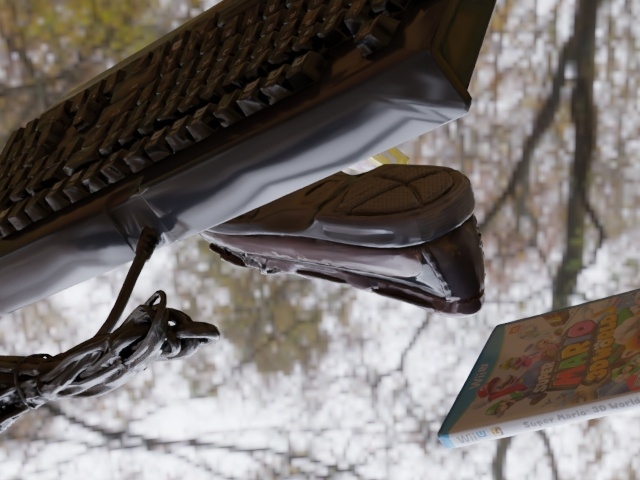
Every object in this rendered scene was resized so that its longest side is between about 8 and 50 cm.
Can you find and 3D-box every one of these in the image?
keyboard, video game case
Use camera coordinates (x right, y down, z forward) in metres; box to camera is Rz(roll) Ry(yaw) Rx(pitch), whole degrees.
[{"bbox_3d":[-0.060,-0.022,0.599,0.317,0.033,0.201,-22,-140,47],"label":"keyboard"},{"bbox_3d":[0.161,0.074,1.040,0.166,0.015,0.119,-18,-156,36],"label":"video game case"}]

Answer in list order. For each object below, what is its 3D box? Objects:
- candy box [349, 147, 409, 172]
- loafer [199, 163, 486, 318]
[{"bbox_3d":[0.001,-0.089,1.405,0.105,0.027,0.206,17,178,17],"label":"candy box"},{"bbox_3d":[0.000,0.000,1.190,0.109,0.095,0.302,-33,-156,-30],"label":"loafer"}]
